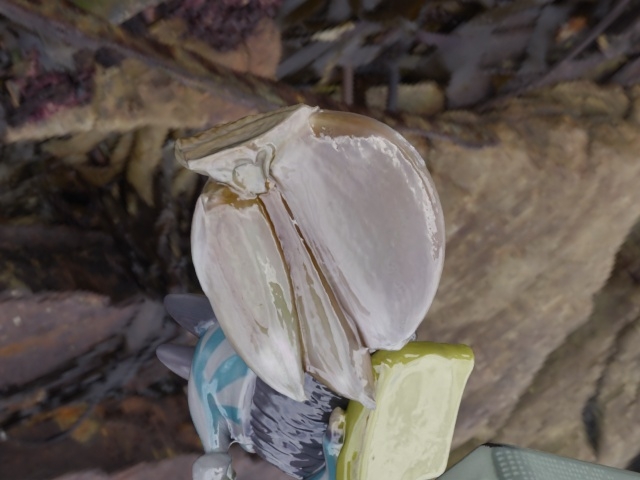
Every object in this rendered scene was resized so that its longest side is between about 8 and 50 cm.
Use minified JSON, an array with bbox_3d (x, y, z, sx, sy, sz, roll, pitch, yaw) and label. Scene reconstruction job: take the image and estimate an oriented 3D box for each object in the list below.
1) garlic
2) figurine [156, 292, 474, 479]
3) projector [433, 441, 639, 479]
[{"bbox_3d":[0.000,0.001,1.188,0.279,0.132,0.325,-34,110,-18],"label":"garlic"},{"bbox_3d":[-0.051,0.223,1.424,0.266,0.377,0.361,33,76,-55],"label":"figurine"},{"bbox_3d":[0.168,0.248,0.737,0.242,0.177,0.163,18,130,-33],"label":"projector"}]
